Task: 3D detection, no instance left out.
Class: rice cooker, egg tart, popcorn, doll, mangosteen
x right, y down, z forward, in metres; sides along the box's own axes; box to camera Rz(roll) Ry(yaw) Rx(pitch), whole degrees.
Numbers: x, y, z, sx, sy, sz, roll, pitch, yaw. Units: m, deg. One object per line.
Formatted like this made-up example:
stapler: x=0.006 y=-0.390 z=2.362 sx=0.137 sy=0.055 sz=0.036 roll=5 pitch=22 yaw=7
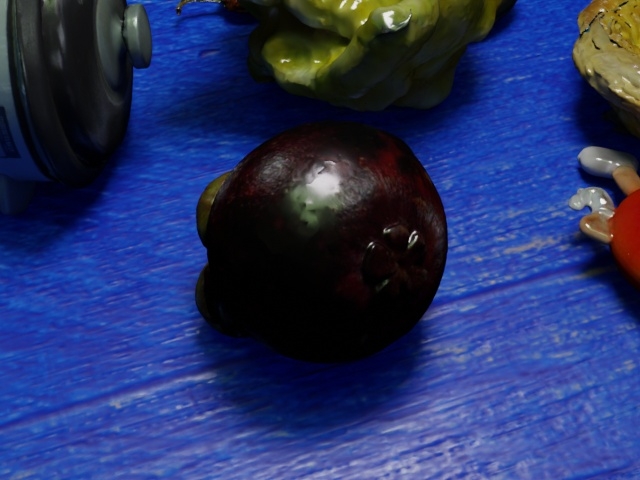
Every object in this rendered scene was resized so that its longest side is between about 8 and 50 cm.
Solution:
rice cooker: x=-0.299 y=-0.175 z=0.916 sx=0.317 sy=0.264 sz=0.316 roll=0 pitch=89 yaw=4
egg tart: x=0.370 y=-0.159 z=0.998 sx=0.291 sy=0.107 sz=0.290 roll=2 pitch=37 yaw=-1
popcorn: x=0.029 y=-0.240 z=0.960 sx=0.321 sy=0.290 sz=0.325 roll=-21 pitch=48 yaw=-6
doll: x=0.308 y=-0.013 z=0.888 sx=0.183 sy=0.085 sz=0.217 roll=8 pitch=40 yaw=5
mangosteen: x=0.000 y=0.000 z=0.807 sx=0.210 sy=0.209 sz=0.209 roll=0 pitch=49 yaw=0

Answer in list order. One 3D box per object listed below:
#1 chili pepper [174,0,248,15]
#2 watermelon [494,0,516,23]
chili pepper: x=-0.037 y=-0.292 z=1.152 sx=0.268 sy=0.050 sz=0.059 roll=-13 pitch=34 yaw=-12
watermelon: x=0.176 y=-0.274 z=1.119 sx=0.078 sy=0.078 sz=0.110 roll=30 pitch=55 yaw=23
